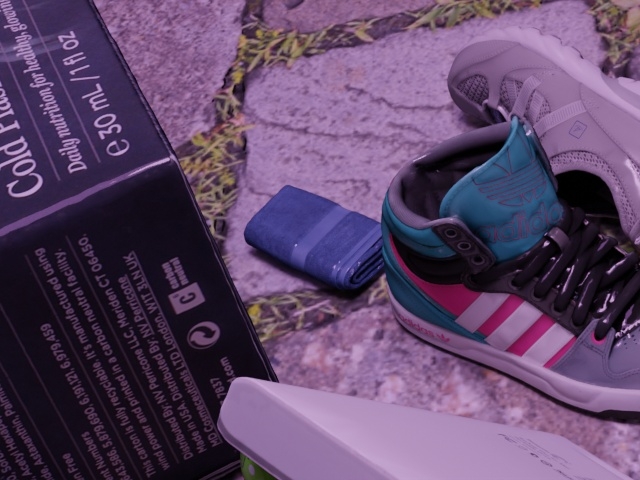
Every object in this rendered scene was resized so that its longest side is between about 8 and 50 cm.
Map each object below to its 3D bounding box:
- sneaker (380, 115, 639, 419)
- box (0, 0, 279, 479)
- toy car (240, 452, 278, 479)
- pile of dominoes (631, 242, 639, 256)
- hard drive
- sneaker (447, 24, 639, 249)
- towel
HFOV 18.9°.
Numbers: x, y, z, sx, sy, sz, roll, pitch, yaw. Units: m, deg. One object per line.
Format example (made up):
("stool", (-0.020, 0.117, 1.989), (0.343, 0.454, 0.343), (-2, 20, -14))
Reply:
("sneaker", (0.158, 0.006, 1.318), (0.295, 0.178, 0.124), (16, 52, 34))
("box", (-0.338, 0.013, 1.424), (0.471, 0.297, 0.480), (-26, 41, -5))
("toy car", (0.048, 0.174, 1.149), (0.053, 0.225, 0.239), (-67, 18, 6))
("pile of dominoes", (0.345, -0.048, 1.377), (0.251, 0.040, 0.196), (-38, 31, -21))
("hard drive", (0.112, 0.153, 1.112), (0.203, 0.307, 0.040), (30, 101, 41))
("sneaker", (0.178, -0.080, 1.461), (0.115, 0.105, 0.281), (-50, 38, -9))
("towel", (0.000, 0.000, 1.500), (0.119, 0.029, 0.067), (26, 58, 39))
